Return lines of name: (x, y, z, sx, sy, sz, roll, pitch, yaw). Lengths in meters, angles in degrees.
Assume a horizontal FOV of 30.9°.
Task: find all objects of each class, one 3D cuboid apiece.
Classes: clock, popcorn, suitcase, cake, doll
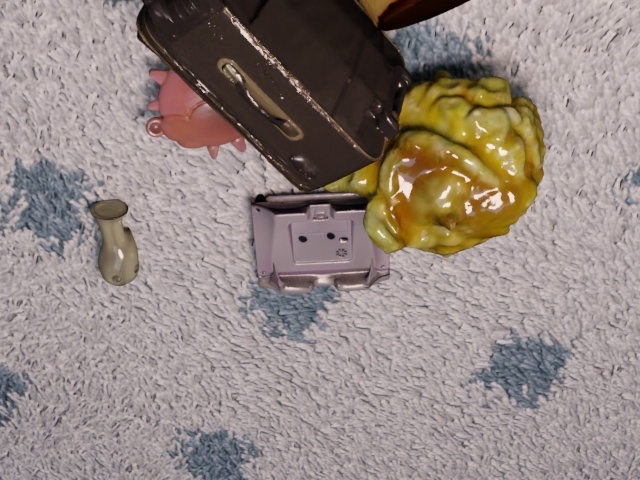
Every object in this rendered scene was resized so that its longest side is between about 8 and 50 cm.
clock: (0.000, 0.000, 2.026, 0.253, 0.083, 0.186, -3, 127, 1)
popcorn: (0.194, -0.117, 1.844, 0.335, 0.274, 0.279, -25, 153, 26)
suitcase: (-0.066, -0.279, 1.633, 0.194, 0.283, 0.434, -25, 125, 38)
cake: (0.136, -0.416, 1.668, 0.208, 0.185, 0.178, -18, 90, 33)
doll: (-0.160, -0.234, 1.834, 0.262, 0.093, 0.211, -36, 115, 4)

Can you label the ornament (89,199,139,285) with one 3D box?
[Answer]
ornament: (-0.356, 0.008, 2.030, 0.075, 0.081, 0.156, 17, 130, 29)
